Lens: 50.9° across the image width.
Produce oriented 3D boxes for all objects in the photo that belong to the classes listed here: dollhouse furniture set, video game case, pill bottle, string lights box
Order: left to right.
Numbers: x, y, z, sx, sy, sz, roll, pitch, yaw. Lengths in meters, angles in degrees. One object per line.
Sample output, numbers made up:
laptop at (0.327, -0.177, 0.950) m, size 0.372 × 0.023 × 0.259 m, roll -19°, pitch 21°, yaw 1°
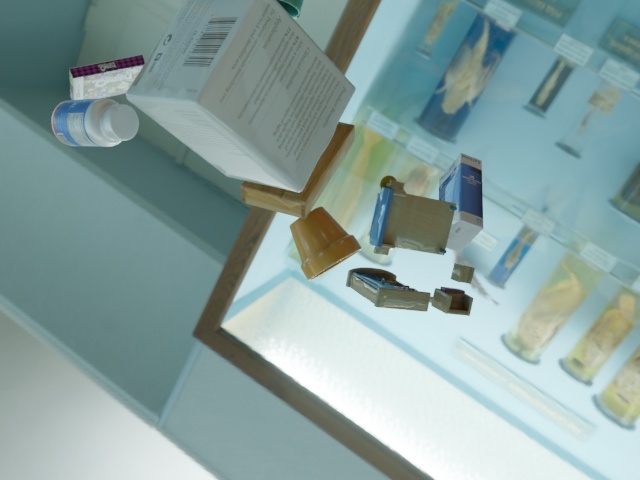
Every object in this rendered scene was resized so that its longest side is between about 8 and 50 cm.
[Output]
pill bottle at (-0.580, -0.305, 1.744) m, size 0.222 × 0.124 × 0.124 m, roll 6°, pitch -169°, yaw 32°
video game case at (-0.696, -0.523, 2.193) m, size 0.232 × 0.210 × 0.041 m, roll -18°, pitch -95°, yaw -23°
dollhouse furniture set at (0.230, 0.004, 1.655) m, size 0.287 × 0.303 × 0.198 m, roll 7°, pitch -171°, yaw -21°
string lights box at (0.405, -0.113, 1.956) m, size 0.077 × 0.133 × 0.259 m, roll 19°, pitch -127°, yaw -12°

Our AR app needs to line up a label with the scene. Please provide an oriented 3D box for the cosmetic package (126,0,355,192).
cosmetic package at (-0.193, -0.371, 1.699) m, size 0.328 × 0.329 × 0.394 m, roll 15°, pitch 163°, yaw 45°

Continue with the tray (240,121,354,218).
tray at (-0.060, -0.242, 2.062) m, size 0.203 × 0.076 × 0.410 m, roll 16°, pitch -135°, yaw 16°

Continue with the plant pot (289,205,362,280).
plant pot at (0.000, 0.000, 2.191) m, size 0.187 × 0.205 × 0.205 m, roll 59°, pitch -150°, yaw 5°

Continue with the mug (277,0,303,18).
mug at (-0.120, -0.829, 2.287) m, size 0.130 × 0.097 × 0.158 m, roll 16°, pitch 177°, yaw -6°
